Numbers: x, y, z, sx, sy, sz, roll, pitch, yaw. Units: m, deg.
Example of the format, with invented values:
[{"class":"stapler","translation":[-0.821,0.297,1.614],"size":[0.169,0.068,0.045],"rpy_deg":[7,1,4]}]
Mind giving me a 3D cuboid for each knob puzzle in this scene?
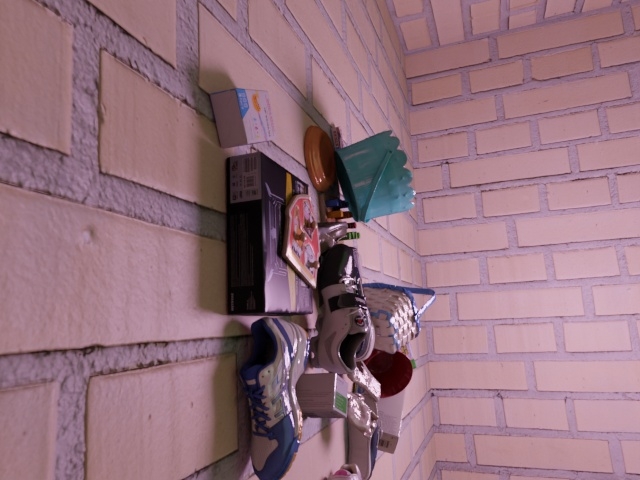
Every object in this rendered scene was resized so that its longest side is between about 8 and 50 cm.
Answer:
[{"class":"knob puzzle","translation":[-0.027,-0.017,1.022],"size":[0.213,0.030,0.213],"rpy_deg":[-6,90,-71]}]

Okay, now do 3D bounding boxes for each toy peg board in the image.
[{"class":"toy peg board","translation":[0.065,-0.063,1.458],"size":[0.161,0.079,0.160],"rpy_deg":[-2,86,-71]}]

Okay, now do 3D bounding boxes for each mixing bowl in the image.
[{"class":"mixing bowl","translation":[0.220,0.442,1.649],"size":[0.098,0.182,0.181],"rpy_deg":[-123,-160,-71]}]

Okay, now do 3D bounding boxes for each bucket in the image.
[{"class":"bucket","translation":[0.165,-0.195,1.496],"size":[0.281,0.183,0.281],"rpy_deg":[162,-90,-87]}]

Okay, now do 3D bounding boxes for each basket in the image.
[{"class":"basket","translation":[0.206,0.225,1.529],"size":[0.289,0.255,0.201],"rpy_deg":[-41,124,-43]}]

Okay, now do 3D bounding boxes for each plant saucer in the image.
[{"class":"plant saucer","translation":[0.006,-0.244,1.409],"size":[0.200,0.037,0.199],"rpy_deg":[-6,90,-69]}]

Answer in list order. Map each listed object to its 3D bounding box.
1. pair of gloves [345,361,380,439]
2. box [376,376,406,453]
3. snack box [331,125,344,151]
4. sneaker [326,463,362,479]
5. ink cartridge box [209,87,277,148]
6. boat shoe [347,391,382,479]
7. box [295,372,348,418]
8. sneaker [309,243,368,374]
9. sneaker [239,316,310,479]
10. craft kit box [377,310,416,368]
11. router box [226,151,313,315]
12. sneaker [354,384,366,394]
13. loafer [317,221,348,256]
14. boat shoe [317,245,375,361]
[{"class":"pair of gloves","translation":[0.104,0.429,1.358],"size":[0.204,0.042,0.240],"rpy_deg":[49,27,-10]},{"class":"box","translation":[0.229,0.590,1.645],"size":[0.275,0.113,0.094],"rpy_deg":[-59,159,-58]},{"class":"snack box","translation":[0.069,-0.299,1.619],"size":[0.064,0.022,0.178],"rpy_deg":[-46,127,-66]},{"class":"sneaker","translation":[0.048,0.650,1.194],"size":[0.252,0.103,0.111],"rpy_deg":[7,74,-76]},{"class":"ink cartridge box","translation":[-0.144,-0.250,0.961],"size":[0.181,0.062,0.104],"rpy_deg":[-41,123,-67]},{"class":"boat shoe","translation":[0.139,0.599,1.446],"size":[0.079,0.095,0.254],"rpy_deg":[37,51,-62]},{"class":"box","translation":[0.004,0.373,1.129],"size":[0.101,0.102,0.087],"rpy_deg":[53,34,-53]},{"class":"sneaker","translation":[0.069,0.174,1.188],"size":[0.123,0.146,0.330],"rpy_deg":[6,90,-42]},{"class":"sneaker","translation":[-0.107,0.290,0.887],"size":[0.131,0.112,0.296],"rpy_deg":[33,50,-43]},{"class":"craft kit box","translation":[0.262,0.322,1.759],"size":[0.250,0.061,0.246],"rpy_deg":[-121,-173,-56]},{"class":"router box","translation":[-0.099,0.002,0.983],"size":[0.243,0.081,0.308],"rpy_deg":[25,61,-67]},{"class":"sneaker","translation":[0.155,0.514,1.566],"size":[0.144,0.059,0.053],"rpy_deg":[65,26,-46]},{"class":"loafer","translation":[0.000,0.000,1.261],"size":[0.251,0.094,0.087],"rpy_deg":[-17,105,-60]},{"class":"boat shoe","translation":[0.061,0.175,1.345],"size":[0.158,0.127,0.340],"rpy_deg":[19,59,-61]}]
